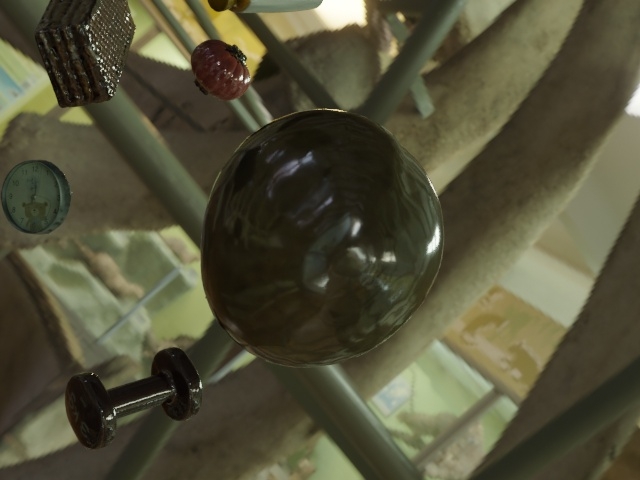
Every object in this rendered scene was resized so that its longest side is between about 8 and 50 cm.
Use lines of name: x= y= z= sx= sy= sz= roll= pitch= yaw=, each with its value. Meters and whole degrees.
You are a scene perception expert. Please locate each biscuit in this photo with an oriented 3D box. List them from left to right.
biscuit: x=-0.292 y=-0.267 z=1.277 sx=0.252 sy=0.070 sz=0.106 roll=-93 pitch=172 yaw=-56

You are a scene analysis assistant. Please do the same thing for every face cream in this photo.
face cream: x=-0.072 y=-0.334 z=1.368 sx=0.072 sy=0.182 sz=0.051 roll=23 pitch=-65 yaw=40

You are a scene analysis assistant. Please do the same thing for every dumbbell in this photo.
dumbbell: x=-0.333 y=0.280 z=1.810 sx=0.140 sy=0.225 sz=0.124 roll=57 pitch=-44 yaw=24

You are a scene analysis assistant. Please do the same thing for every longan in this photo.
longan: x=0.000 y=0.000 z=1.248 sx=0.319 sy=0.319 sz=0.319 roll=50 pitch=-4 yaw=5

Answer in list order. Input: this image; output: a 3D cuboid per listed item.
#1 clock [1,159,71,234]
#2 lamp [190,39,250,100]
clock: x=-0.315 y=-0.048 z=1.117 sx=0.085 sy=0.085 sz=0.017 roll=49 pitch=17 yaw=14
lamp: x=-0.163 y=-0.278 z=1.651 sx=0.107 sy=0.092 sz=0.107 roll=44 pitch=18 yaw=-18
